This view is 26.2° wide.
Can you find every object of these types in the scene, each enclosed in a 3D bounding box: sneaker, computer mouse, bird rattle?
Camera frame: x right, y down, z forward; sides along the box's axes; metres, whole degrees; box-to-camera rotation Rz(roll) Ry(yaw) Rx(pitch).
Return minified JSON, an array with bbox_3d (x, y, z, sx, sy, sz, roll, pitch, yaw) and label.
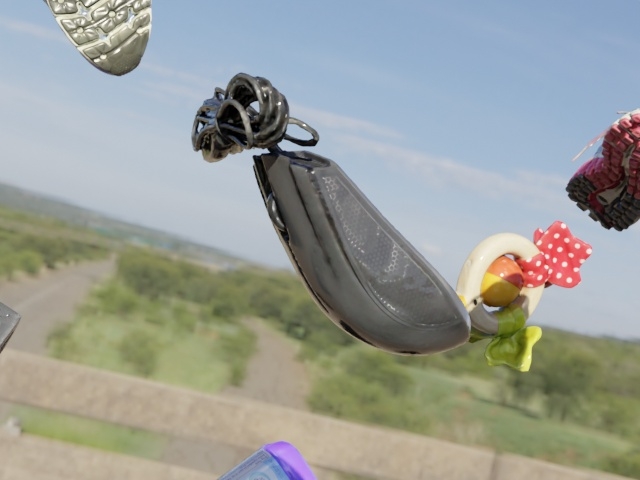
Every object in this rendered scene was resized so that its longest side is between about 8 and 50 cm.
[{"bbox_3d":[0.379,-0.110,1.578,0.121,0.112,0.299,40,-18,-3],"label":"sneaker"},{"bbox_3d":[0.000,0.000,1.038,0.272,0.072,0.188,46,-14,-10],"label":"computer mouse"},{"bbox_3d":[0.308,0.072,2.175,0.207,0.253,0.143,30,5,-39],"label":"bird rattle"},{"bbox_3d":[-0.308,-0.345,1.723,0.130,0.330,0.147,-25,-13,-13],"label":"sneaker"}]

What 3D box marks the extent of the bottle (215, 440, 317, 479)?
[{"bbox_3d":[-0.129,0.367,1.708,0.283,0.118,0.092,-32,0,-23],"label":"bottle"}]

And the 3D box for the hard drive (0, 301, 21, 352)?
[{"bbox_3d":[-0.446,0.139,1.413,0.172,0.254,0.054,30,-30,17],"label":"hard drive"}]
